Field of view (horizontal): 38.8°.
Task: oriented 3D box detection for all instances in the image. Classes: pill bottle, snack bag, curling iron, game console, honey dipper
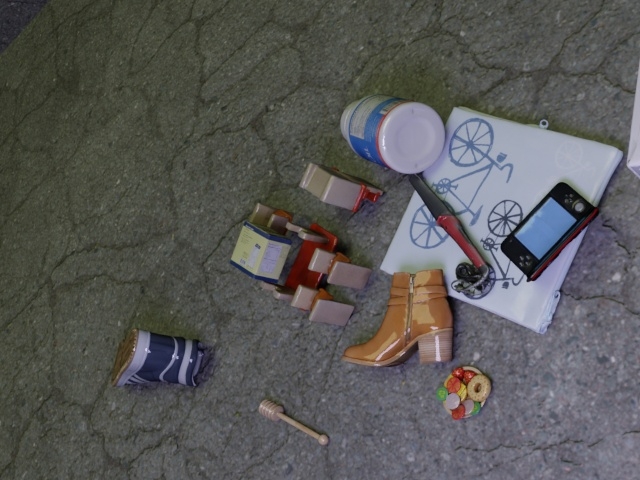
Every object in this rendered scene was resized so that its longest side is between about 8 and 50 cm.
[{"bbox_3d":[0.118,-0.194,1.608,0.124,0.124,0.221,-58,24,1],"label":"pill bottle"},{"bbox_3d":[0.288,-0.048,1.469,0.342,0.037,0.323,21,84,42],"label":"snack bag"},{"bbox_3d":[0.200,-0.018,1.477,0.068,0.035,0.274,-39,51,19],"label":"curling iron"},{"bbox_3d":[0.332,-0.016,1.336,0.144,0.085,0.124,-48,49,11],"label":"game console"},{"bbox_3d":[-0.044,0.320,1.582,0.160,0.030,0.030,21,83,41],"label":"honey dipper"}]

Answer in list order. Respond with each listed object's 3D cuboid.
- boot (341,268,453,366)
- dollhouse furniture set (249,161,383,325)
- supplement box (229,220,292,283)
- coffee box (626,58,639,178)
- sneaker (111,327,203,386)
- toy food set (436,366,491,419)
[{"bbox_3d":[0.122,0.127,1.478,0.197,0.073,0.152,-8,80,23],"label":"boot"},{"bbox_3d":[0.000,0.000,1.662,0.262,0.135,0.259,35,105,46],"label":"dollhouse furniture set"},{"bbox_3d":[-0.107,0.021,1.625,0.083,0.056,0.083,28,100,47],"label":"supplement box"},{"bbox_3d":[0.595,-0.191,1.055,0.337,0.334,0.338,-1,70,40],"label":"coffee box"},{"bbox_3d":[-0.329,0.249,1.833,0.282,0.153,0.099,142,138,-63],"label":"sneaker"},{"bbox_3d":[0.220,0.233,1.394,0.083,0.020,0.082,35,94,45],"label":"toy food set"}]
